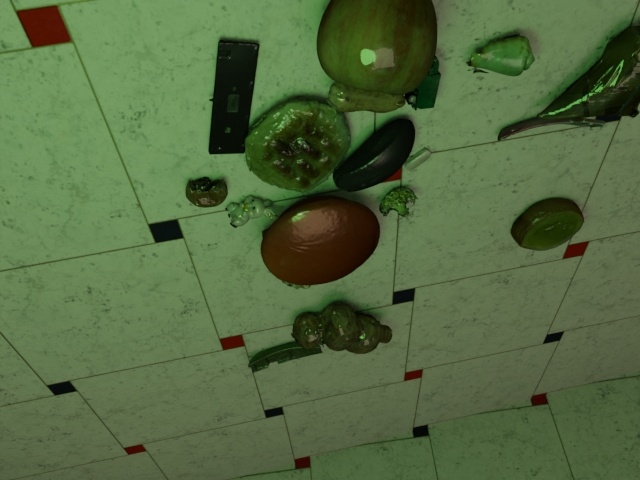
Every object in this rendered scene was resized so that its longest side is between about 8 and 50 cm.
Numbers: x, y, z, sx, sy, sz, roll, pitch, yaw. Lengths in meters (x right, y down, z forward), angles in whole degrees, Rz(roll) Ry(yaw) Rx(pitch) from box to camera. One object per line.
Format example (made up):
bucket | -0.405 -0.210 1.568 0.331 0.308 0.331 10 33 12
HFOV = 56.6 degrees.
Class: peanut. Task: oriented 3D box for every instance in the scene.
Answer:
peanut | 0.112 -0.356 1.440 0.214 0.099 0.099 -1 138 -23

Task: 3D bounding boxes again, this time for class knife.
knife | 0.636 -0.323 1.677 0.278 0.053 0.123 -6 -177 3

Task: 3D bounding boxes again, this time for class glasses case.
glasses case | 0.277 -0.230 1.696 0.083 0.021 0.032 -37 133 24

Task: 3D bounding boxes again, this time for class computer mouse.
computer mouse | 0.157 -0.211 1.603 0.270 0.086 0.138 -42 150 22

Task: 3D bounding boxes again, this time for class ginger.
ginger | 0.096 0.329 2.186 0.376 0.176 0.256 13 150 -32

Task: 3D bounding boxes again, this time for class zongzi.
zongzi | 0.717 -0.424 1.533 0.275 0.125 0.250 -6 141 -1

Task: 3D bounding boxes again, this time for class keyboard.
keyboard | -0.216 -0.335 1.424 0.106 0.027 0.317 -3 139 -19

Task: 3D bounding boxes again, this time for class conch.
conch | 0.445 -0.455 1.454 0.170 0.079 0.105 -1 124 -5

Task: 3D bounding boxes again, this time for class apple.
apple | 0.120 -0.433 1.256 0.257 0.257 0.233 1 107 -18

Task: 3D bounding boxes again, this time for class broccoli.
broccoli | 0.229 -0.110 1.770 0.097 0.092 0.095 -14 157 -29

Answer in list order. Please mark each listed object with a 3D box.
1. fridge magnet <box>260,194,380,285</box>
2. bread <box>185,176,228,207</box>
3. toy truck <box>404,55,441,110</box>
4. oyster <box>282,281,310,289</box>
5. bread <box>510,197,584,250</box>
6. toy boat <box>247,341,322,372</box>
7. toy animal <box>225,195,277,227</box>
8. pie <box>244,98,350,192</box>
fridge magnet | 0.000 0.000 1.772 0.364 0.155 0.363 -9 141 -8
bread | -0.308 -0.130 1.606 0.113 0.060 0.082 -2 138 -12
toy truck | 0.246 -0.398 1.460 0.079 0.065 0.147 -10 140 -9
oyster | -0.085 0.106 1.952 0.148 0.051 0.103 19 112 -34
bread | 0.770 -0.050 2.018 0.236 0.069 0.236 -9 141 -8
toy boat | -0.139 0.446 2.327 0.293 0.055 0.093 -16 139 2
toy animal | -0.197 -0.083 1.685 0.124 0.070 0.085 -26 138 13
pie | -0.057 -0.240 1.537 0.307 0.071 0.306 -12 140 -10
